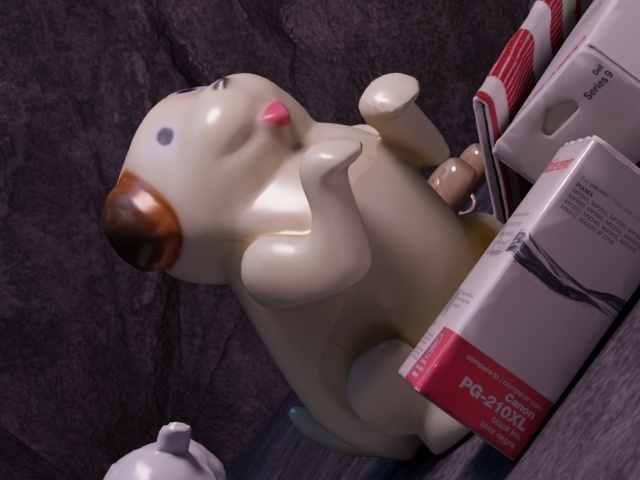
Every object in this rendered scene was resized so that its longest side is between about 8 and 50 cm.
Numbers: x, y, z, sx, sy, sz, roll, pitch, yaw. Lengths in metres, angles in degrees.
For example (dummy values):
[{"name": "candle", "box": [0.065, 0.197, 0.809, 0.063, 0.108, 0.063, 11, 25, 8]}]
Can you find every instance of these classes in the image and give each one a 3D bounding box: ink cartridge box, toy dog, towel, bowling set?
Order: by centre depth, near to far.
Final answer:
[{"name": "ink cartridge box", "box": [0.173, 0.043, 1.548, 0.237, 0.100, 0.172, -54, 2, -1]}, {"name": "toy dog", "box": [0.000, 0.000, 1.882, 0.284, 0.408, 0.395, -54, 2, -35]}, {"name": "ink cartridge box", "box": [0.317, -0.191, 1.971, 0.289, 0.121, 0.211, -54, 1, -36]}, {"name": "towel", "box": [0.259, -0.161, 2.125, 0.329, 0.037, 0.237, -55, -38, -38]}, {"name": "bowling set", "box": [0.173, -0.015, 2.288, 0.154, 0.200, 0.287, -57, 42, 22]}]

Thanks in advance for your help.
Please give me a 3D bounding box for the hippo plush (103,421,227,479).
[{"name": "hippo plush", "box": [-0.120, 0.307, 1.794, 0.234, 0.236, 0.294, -53, 2, 5]}]
